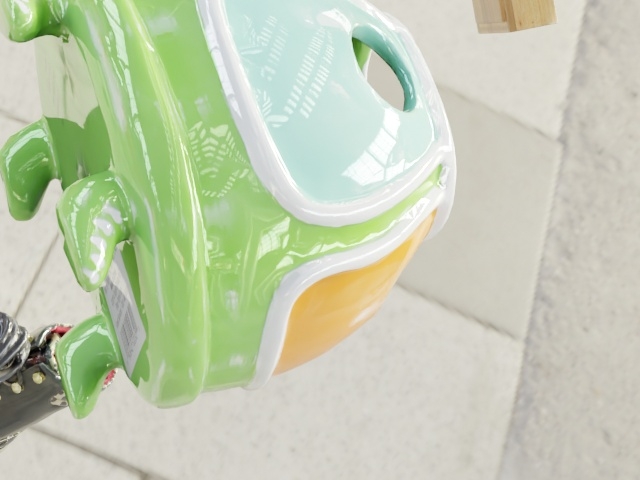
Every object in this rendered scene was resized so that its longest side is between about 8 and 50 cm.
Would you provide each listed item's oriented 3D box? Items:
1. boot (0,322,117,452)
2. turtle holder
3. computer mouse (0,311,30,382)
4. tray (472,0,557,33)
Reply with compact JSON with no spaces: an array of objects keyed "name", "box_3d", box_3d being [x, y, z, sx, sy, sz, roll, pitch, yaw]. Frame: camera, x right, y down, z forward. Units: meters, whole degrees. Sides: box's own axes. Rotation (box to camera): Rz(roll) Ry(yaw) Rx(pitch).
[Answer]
[{"name":"boot","box_3d":[-0.304,0.121,1.182,0.236,0.178,0.085,17,50,-54]},{"name":"turtle holder","box_3d":[-0.065,-0.065,0.820,0.227,0.243,0.320,-13,44,-18]},{"name":"computer mouse","box_3d":[-0.367,0.039,1.038,0.272,0.072,0.188,48,50,4]},{"name":"tray","box_3d":[0.232,-0.494,1.940,0.076,0.203,0.411,-13,99,-4]}]
